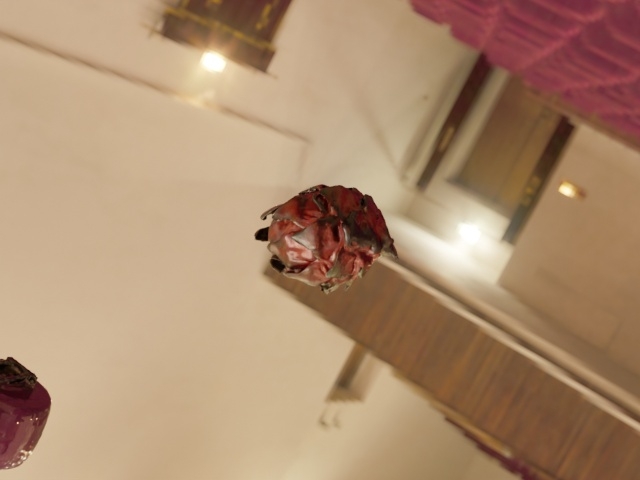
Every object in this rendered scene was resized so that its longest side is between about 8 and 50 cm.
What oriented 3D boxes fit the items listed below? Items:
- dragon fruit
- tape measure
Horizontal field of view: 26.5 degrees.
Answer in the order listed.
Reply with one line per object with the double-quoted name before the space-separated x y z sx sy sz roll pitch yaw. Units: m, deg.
"dragon fruit" 0.008 -0.004 2.085 0.182 0.188 0.182 55 -179 -1
"tape measure" -0.555 0.257 2.160 0.231 0.149 0.245 28 -172 27
